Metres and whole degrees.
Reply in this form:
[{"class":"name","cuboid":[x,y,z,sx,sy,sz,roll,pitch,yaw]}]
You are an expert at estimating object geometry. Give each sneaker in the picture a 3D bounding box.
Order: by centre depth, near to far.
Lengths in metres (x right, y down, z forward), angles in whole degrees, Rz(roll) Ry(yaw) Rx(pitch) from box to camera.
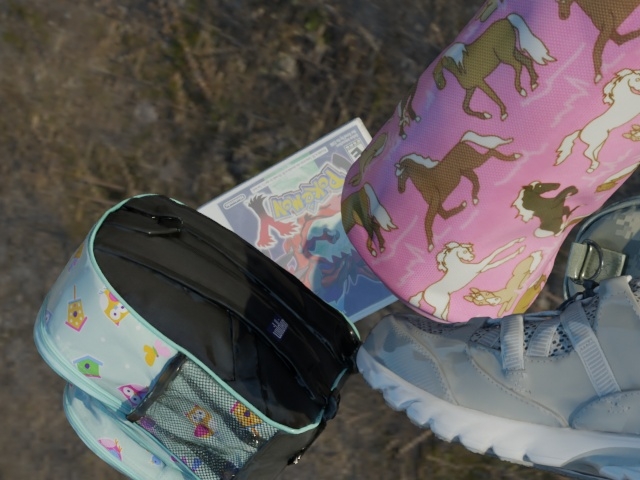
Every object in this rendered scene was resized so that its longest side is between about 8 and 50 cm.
[{"class":"sneaker","cuboid":[0.143,0.064,0.715,0.281,0.105,0.115,10,82,40]}]

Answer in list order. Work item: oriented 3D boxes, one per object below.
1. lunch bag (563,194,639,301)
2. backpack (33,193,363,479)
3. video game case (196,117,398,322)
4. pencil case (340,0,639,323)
[{"class":"lunch bag","cuboid":[0.381,0.058,1.218,0.256,0.305,0.212,26,103,41]},{"class":"backpack","cuboid":[-0.087,0.068,0.922,0.188,0.166,0.144,44,119,-4]},{"class":"video game case","cuboid":[0.000,0.000,1.471,0.201,0.023,0.183,-29,98,18]},{"class":"pencil case","cuboid":[0.171,-0.109,0.890,0.160,0.167,0.386,42,128,4]}]
